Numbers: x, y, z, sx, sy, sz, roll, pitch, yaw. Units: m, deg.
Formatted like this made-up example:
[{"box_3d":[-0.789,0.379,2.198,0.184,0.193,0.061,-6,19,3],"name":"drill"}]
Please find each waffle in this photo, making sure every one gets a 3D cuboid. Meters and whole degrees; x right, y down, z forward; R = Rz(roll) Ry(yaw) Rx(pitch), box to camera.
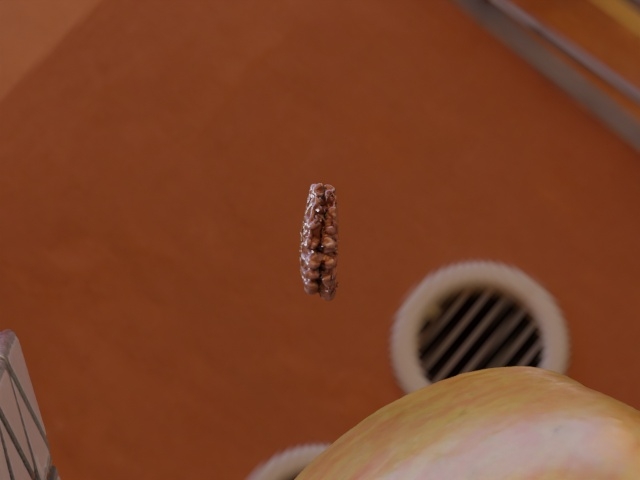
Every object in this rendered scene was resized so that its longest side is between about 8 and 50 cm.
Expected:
[{"box_3d":[0.000,0.000,1.240,0.083,0.029,0.075,93,177,-66],"name":"waffle"}]

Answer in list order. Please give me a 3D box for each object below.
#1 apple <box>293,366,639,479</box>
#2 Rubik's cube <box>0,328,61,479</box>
[{"box_3d":[0.123,0.261,1.022,0.346,0.391,0.391,-60,-19,2],"name":"apple"},{"box_3d":[-0.245,0.197,1.161,0.229,0.228,0.233,7,-79,-52],"name":"Rubik's cube"}]
